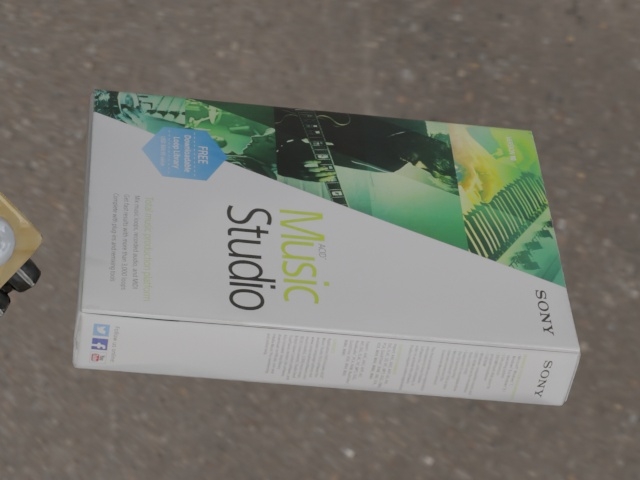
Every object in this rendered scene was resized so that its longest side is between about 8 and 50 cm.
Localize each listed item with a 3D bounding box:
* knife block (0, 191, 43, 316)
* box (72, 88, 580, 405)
[{"bbox_3d":[-0.187,-0.043,0.538,0.088,0.242,0.275,-47,122,-9],"label":"knife block"},{"bbox_3d":[0.000,0.000,1.303,0.322,0.232,0.058,6,131,-9],"label":"box"}]
